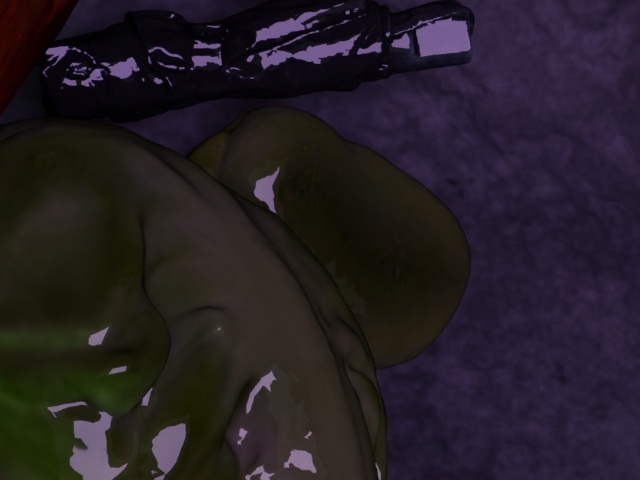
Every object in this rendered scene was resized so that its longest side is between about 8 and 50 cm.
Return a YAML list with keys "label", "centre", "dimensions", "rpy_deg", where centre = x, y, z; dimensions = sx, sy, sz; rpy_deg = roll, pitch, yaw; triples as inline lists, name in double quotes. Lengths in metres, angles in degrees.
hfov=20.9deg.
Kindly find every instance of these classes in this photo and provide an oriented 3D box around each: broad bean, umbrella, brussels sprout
- label: "broad bean"
  centre: [0.000, 0.000, 0.946]
  dimensions: [0.174, 0.082, 0.124]
  rpy_deg: [39, 81, -13]
- label: "umbrella"
  centre: [-0.034, -0.101, 0.923]
  dimensions: [0.235, 0.066, 0.059]
  rpy_deg: [-8, 99, -7]
- label: "brussels sprout"
  centre: [-0.131, 0.103, 0.829]
  dimensions: [0.328, 0.247, 0.328]
  rpy_deg: [1, 95, 15]

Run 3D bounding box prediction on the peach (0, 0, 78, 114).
- label: "peach"
  centre: [-0.279, -0.161, 0.716]
  dimensions: [0.388, 0.388, 0.388]
  rpy_deg: [-1, 95, -15]
